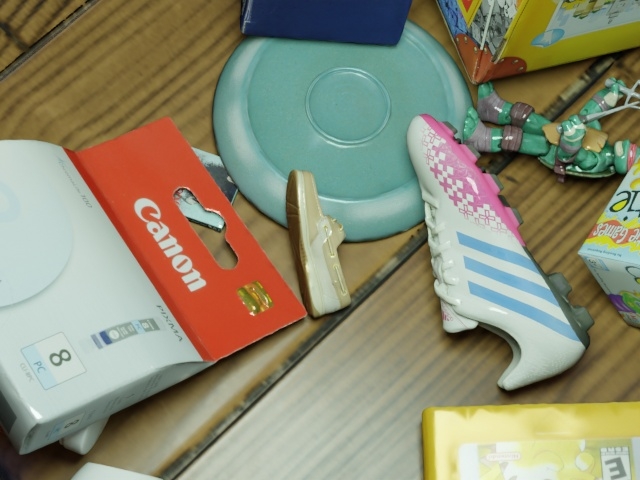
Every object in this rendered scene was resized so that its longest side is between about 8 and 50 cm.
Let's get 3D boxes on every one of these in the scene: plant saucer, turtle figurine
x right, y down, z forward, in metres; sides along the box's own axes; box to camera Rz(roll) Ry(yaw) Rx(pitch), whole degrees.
[{"bbox_3d":[0.031,-0.153,1.877,0.317,0.044,0.318,2,69,-5],"label":"plant saucer"},{"bbox_3d":[0.290,-0.125,1.837,0.234,0.175,0.118,10,110,14],"label":"turtle figurine"}]

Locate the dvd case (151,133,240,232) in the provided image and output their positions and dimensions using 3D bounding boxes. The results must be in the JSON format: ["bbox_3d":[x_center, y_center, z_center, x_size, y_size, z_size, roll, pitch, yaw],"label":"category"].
[{"bbox_3d":[-0.156,-0.068,1.858,0.119,0.013,0.087,20,69,5],"label":"dvd case"}]

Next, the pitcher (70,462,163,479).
[{"bbox_3d":[-0.203,0.347,1.651,0.177,0.125,0.207,16,79,-19],"label":"pitcher"}]

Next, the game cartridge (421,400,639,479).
[{"bbox_3d":[0.256,0.334,1.695,0.285,0.053,0.324,-2,68,1],"label":"game cartridge"}]

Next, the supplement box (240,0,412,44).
[{"bbox_3d":[0.009,-0.434,1.875,0.195,0.194,0.357,3,60,-8],"label":"supplement box"}]

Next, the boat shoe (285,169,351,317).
[{"bbox_3d":[0.000,0.000,1.798,0.059,0.063,0.170,-11,99,-14],"label":"boat shoe"}]

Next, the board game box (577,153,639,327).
[{"bbox_3d":[0.436,-0.041,1.779,0.142,0.144,0.275,13,61,47],"label":"board game box"}]

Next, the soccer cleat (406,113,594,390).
[{"bbox_3d":[0.168,0.016,1.772,0.143,0.116,0.331,-34,83,1],"label":"soccer cleat"}]

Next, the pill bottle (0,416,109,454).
[{"bbox_3d":[-0.332,0.146,1.709,0.216,0.121,0.121,24,70,7],"label":"pill bottle"}]

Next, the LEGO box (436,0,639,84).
[{"bbox_3d":[0.409,-0.391,1.788,0.500,0.372,0.193,-14,70,-16],"label":"LEGO box"}]

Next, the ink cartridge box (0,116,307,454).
[{"bbox_3d":[-0.229,0.015,1.700,0.385,0.091,0.308,-24,70,-33],"label":"ink cartridge box"}]
